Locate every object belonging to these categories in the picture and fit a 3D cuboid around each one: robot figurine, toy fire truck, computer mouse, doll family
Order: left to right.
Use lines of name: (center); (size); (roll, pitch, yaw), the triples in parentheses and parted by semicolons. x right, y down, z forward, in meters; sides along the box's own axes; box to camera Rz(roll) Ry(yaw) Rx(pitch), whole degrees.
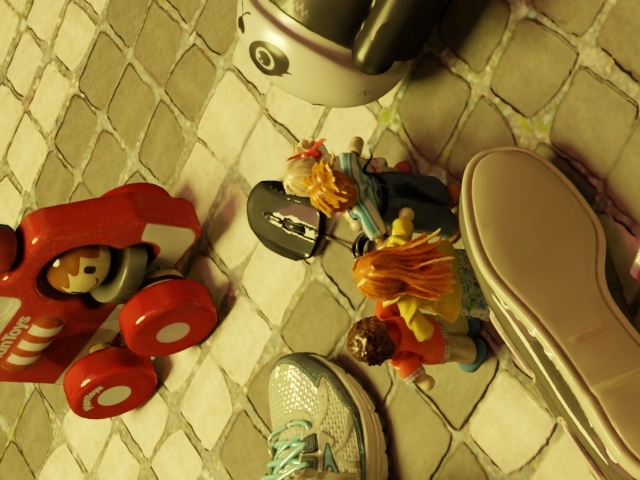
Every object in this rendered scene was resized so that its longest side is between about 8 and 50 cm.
toy fire truck: (-0.271, 0.058, 1.536); (0.302, 0.254, 0.169); (-47, 53, 35)
computer mouse: (0.000, 0.000, 1.395); (0.242, 0.041, 0.071); (27, 106, 46)
robot figurine: (0.035, -0.250, 1.278); (0.173, 0.209, 0.278); (33, 115, 7)
doll family: (0.062, -0.008, 1.230); (0.118, 0.163, 0.263); (-46, 54, 36)

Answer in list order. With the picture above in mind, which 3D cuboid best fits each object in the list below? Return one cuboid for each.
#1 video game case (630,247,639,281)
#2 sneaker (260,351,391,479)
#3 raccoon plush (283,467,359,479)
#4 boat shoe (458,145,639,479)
video game case: (0.356, -0.004, 1.000); (0.285, 0.025, 0.204); (37, 113, 45)
sneaker: (-0.005, 0.228, 1.313); (0.110, 0.122, 0.283); (-39, 58, 40)
raccoon plush: (0.104, 0.372, 1.087); (0.446, 0.216, 0.299); (-128, 33, -74)
boat shoe: (0.188, 0.072, 1.120); (0.095, 0.112, 0.335); (94, 157, -49)
